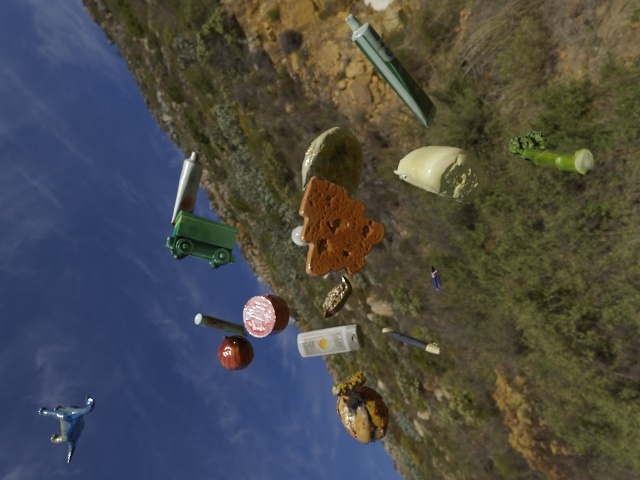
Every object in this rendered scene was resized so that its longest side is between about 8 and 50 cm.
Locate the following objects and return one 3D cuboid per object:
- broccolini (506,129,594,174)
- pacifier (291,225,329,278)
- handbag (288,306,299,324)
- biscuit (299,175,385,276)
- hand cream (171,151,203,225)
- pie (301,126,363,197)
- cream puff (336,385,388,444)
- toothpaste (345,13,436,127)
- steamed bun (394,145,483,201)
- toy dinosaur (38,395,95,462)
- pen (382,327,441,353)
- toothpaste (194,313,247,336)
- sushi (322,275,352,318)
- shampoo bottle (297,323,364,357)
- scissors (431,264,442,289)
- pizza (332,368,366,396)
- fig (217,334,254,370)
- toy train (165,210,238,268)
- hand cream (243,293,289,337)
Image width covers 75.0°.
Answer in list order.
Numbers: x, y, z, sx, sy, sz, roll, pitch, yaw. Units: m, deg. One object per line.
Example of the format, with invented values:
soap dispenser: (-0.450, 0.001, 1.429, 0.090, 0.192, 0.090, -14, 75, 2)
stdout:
broccolini: (0.464, -0.185, 0.840, 0.392, 0.078, 0.074, -65, -16, -73)
pacifier: (0.031, 0.000, 1.794, 0.273, 0.220, 0.332, 30, -120, -37)
handbag: (-0.213, 0.436, 2.495, 0.173, 0.095, 0.117, 36, 170, -18)
biscuit: (0.044, -0.046, 1.219, 0.307, 0.283, 0.043, 65, 160, -4)
hand cream: (-0.587, -0.227, 1.861, 0.124, 0.077, 0.341, -15, -58, -63)
pie: (0.058, -0.295, 1.646, 0.337, 0.075, 0.338, -22, -57, -39)
cream puff: (0.180, 0.701, 1.697, 0.163, 0.240, 0.240, -10, -102, -28)
toothpaste: (0.209, -0.487, 1.201, 0.392, 0.061, 0.099, 41, -121, -25)
steamed bun: (0.411, -0.243, 1.426, 0.272, 0.166, 0.232, 14, -165, -26)
toy dinosaur: (-0.678, 0.529, 1.170, 0.075, 0.188, 0.248, -41, -49, -64)
pen: (0.333, 0.364, 1.532, 0.040, 0.233, 0.032, -38, -50, -39)
toothpaste: (-0.331, 0.287, 1.408, 0.205, 0.036, 0.056, 30, -160, -47)
sushi: (0.045, 0.159, 1.144, 0.055, 0.120, 0.052, 30, -172, -43)
shampoo bottle: (0.033, 0.340, 1.409, 0.056, 0.227, 0.086, -3, -100, -64)
scissors: (0.486, 0.154, 1.758, 0.039, 0.012, 0.113, -35, -69, -27)
pizza: (0.108, 0.513, 1.478, 0.175, 0.134, 0.046, 9, -140, -56)
fig: (-0.304, 0.381, 1.463, 0.151, 0.128, 0.128, 63, -159, -11)
toy train: (-0.497, 0.003, 1.784, 0.300, 0.120, 0.203, 18, -114, -26)
hand cream: (-0.289, 0.406, 2.249, 0.149, 0.230, 0.230, 12, -120, -59)
